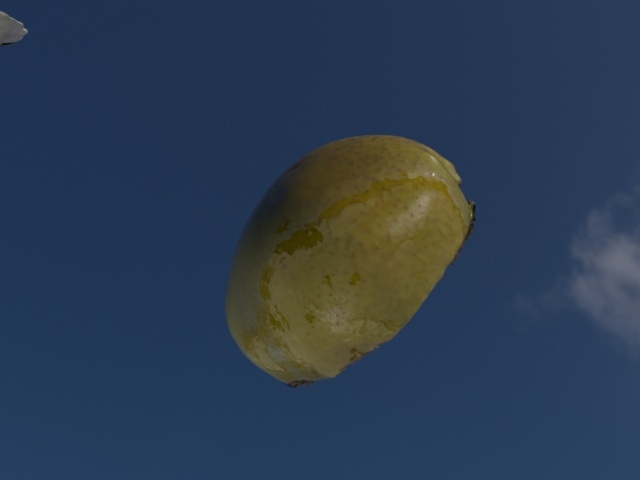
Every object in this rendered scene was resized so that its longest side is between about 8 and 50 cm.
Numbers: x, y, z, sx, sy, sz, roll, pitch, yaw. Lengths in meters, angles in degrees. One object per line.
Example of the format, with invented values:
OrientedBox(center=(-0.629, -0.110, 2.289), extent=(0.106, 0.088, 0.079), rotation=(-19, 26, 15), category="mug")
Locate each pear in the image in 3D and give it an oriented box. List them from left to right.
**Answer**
OrientedBox(center=(0.000, 0.000, 1.193), extent=(0.191, 0.340, 0.386), rotation=(38, -70, -23), category="pear")

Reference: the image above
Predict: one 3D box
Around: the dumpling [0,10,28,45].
OrientedBox(center=(-0.468, -0.264, 1.107), extent=(0.188, 0.127, 0.108), rotation=(3, -81, -9), category="dumpling")
